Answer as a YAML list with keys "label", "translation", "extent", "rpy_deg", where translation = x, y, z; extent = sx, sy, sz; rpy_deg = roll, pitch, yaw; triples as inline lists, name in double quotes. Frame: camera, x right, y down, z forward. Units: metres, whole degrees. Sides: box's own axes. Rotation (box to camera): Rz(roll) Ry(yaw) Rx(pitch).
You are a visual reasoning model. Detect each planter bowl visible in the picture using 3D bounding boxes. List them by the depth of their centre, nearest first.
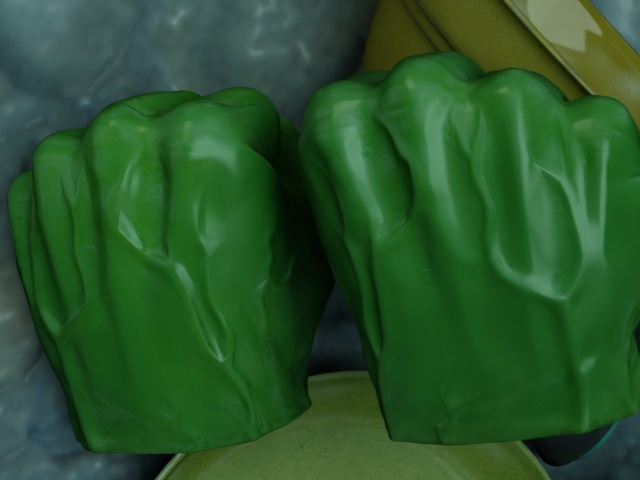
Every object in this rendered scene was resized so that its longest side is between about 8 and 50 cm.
- label: "planter bowl"
  translation: [0.084, -0.065, 0.784]
  extent: [0.217, 0.217, 0.090]
  rpy_deg: [43, 109, -15]

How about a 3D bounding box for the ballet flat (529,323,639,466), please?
- label: "ballet flat"
  translation: [0.114, 0.042, 0.764]
  extent: [0.074, 0.203, 0.074]
  rpy_deg: [8, 62, -15]

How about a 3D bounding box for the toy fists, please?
- label: "toy fists"
  translation: [0.000, 0.000, 0.696]
  extent: [0.096, 0.279, 0.142]
  rpy_deg: [-37, 117, -57]

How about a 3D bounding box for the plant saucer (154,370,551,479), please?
- label: "plant saucer"
  translation: [0.011, 0.179, 0.792]
  extent: [0.241, 0.037, 0.241]
  rpy_deg: [2, 85, -22]
